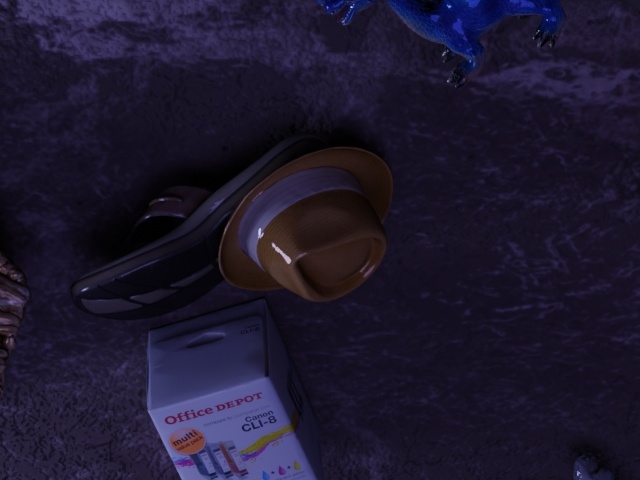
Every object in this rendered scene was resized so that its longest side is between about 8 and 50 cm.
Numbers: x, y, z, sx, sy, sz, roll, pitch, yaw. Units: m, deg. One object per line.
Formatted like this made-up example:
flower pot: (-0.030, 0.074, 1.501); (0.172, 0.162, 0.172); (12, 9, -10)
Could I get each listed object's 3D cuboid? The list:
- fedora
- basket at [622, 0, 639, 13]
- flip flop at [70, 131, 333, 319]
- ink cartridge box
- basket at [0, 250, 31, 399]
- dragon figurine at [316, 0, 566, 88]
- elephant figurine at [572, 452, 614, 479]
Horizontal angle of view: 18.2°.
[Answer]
fedora: (0.000, 0.000, 1.840); (0.194, 0.079, 0.194); (-24, 144, -19)
basket: (0.203, -0.319, 1.625); (0.227, 0.154, 0.204); (20, 97, -12)
flip flop: (-0.113, -0.020, 1.859); (0.277, 0.080, 0.112); (-37, 151, 4)
ink cartridge box: (-0.084, 0.172, 1.970); (0.128, 0.127, 0.176); (-17, 125, 8)
basket: (-0.439, 0.048, 1.872); (0.299, 0.223, 0.213); (17, 90, -16)
dragon figurine: (0.140, -0.230, 1.721); (0.289, 0.085, 0.144); (-23, 125, 13)
elephant figurine: (0.326, 0.363, 2.152); (0.239, 0.186, 0.169); (26, 164, -10)
